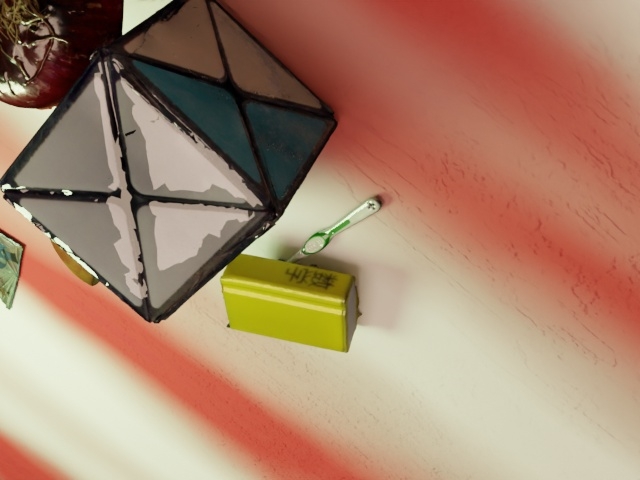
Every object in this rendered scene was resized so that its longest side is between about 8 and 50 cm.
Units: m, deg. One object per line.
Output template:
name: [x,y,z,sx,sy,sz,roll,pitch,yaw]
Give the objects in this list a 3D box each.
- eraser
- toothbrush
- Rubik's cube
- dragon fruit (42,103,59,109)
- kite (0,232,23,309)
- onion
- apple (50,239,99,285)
eraser: [-0.048,0.101,1.779,0.226,0.069,0.158,11,141,11]
toothbrush: [-0.001,0.001,1.716,0.030,0.030,0.304,44,137,-12]
Rubik's cube: [-0.196,-0.121,1.490,0.305,0.307,0.310,42,124,-7]
dragon fruit: [-0.474,-0.278,1.714,0.162,0.083,0.106,39,136,-3]
kite: [-0.713,0.017,2.194,0.314,0.011,0.335,-4,126,36]
onion: [-0.400,-0.337,1.500,0.314,0.232,0.313,4,99,27]
apple: [-0.384,-0.060,1.829,0.179,0.254,0.346,1,147,-26]
